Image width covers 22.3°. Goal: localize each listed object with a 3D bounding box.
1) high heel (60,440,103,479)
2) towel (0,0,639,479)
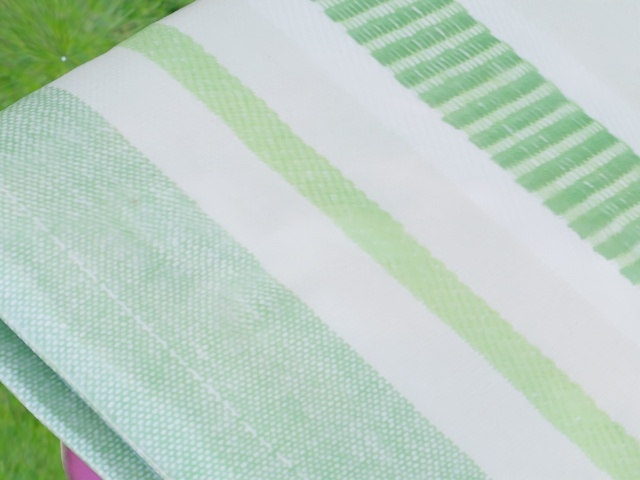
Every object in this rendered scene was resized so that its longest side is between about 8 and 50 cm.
[{"bbox_3d":[0.000,0.000,0.702,0.181,0.127,0.377,20,126,1],"label":"high heel"},{"bbox_3d":[0.094,0.002,0.402,0.248,0.038,0.325,43,50,13],"label":"towel"}]
